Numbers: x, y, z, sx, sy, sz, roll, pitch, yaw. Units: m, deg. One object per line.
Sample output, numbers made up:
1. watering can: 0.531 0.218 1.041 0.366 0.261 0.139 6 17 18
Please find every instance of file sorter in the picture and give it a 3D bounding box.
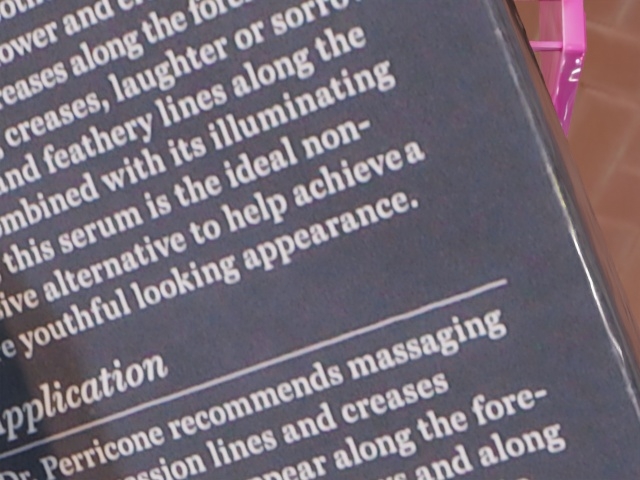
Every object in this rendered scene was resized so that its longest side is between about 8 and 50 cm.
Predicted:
1. file sorter: 0.152 -0.244 1.139 0.182 0.291 0.202 2 152 5

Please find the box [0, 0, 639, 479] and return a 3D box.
1. box: 0.000 0.000 0.465 0.212 0.293 0.396 -20 91 13
